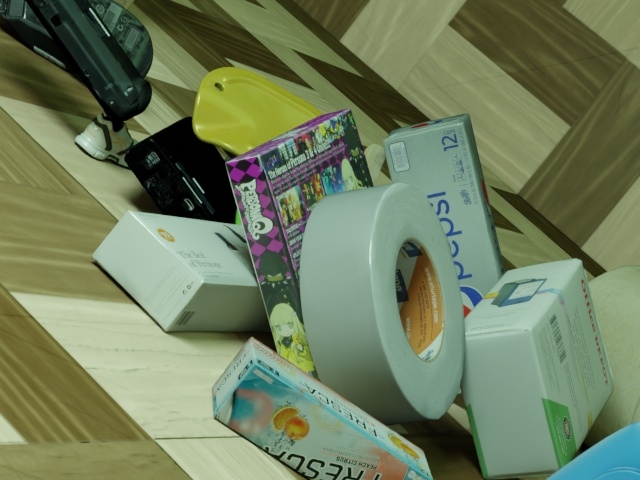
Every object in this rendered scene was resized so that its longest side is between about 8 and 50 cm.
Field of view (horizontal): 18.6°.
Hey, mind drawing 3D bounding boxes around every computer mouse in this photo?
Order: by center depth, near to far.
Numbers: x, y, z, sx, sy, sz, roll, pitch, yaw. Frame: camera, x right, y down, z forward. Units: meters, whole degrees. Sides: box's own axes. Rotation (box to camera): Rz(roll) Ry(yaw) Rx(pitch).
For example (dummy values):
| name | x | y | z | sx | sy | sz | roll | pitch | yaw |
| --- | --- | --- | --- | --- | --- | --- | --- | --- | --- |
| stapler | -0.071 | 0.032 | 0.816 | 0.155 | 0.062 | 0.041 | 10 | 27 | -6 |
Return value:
| name | x | y | z | sx | sy | sz | roll | pitch | yaw |
| --- | --- | --- | --- | --- | --- | --- | --- | --- | --- |
| computer mouse | -0.298 | -0.287 | 2.190 | 0.262 | 0.184 | 0.060 | 28 | -29 | -24 |

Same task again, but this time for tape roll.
| name | x | y | z | sx | sy | sz | roll | pitch | yaw |
| --- | --- | --- | --- | --- | --- | --- | --- | --- | --- |
| tape roll | 0.060 | 0.059 | 1.779 | 0.219 | 0.072 | 0.219 | 34 | 51 | -57 |

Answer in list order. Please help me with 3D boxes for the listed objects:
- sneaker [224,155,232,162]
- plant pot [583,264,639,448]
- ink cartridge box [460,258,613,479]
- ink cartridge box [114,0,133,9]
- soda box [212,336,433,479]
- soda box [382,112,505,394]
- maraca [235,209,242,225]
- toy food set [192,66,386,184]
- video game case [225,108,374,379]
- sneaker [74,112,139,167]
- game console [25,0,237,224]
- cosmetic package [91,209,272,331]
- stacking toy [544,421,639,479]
| name | x | y | z | sx | sy | sz | roll | pitch | yaw |
| --- | --- | --- | --- | --- | --- | --- | --- | --- | --- |
| sneaker | -0.034 | -0.050 | 2.241 | 0.190 | 0.071 | 0.083 | 27 | 22 | -42 |
| plant pot | 0.423 | 0.178 | 2.220 | 0.333 | 0.334 | 0.305 | 31 | 2 | -31 |
| ink cartridge box | 0.215 | 0.126 | 1.956 | 0.212 | 0.093 | 0.154 | -40 | 117 | -60 |
| ink cartridge box | -0.279 | -0.435 | 2.558 | 0.193 | 0.235 | 0.088 | 28 | 15 | -44 |
| soda box | 0.001 | 0.157 | 1.575 | 0.183 | 0.058 | 0.063 | 34 | 12 | -15 |
| soda box | 0.145 | 0.014 | 2.085 | 0.098 | 0.091 | 0.286 | -52 | 129 | -77 |
| maraca | -0.023 | 0.024 | 1.919 | 0.127 | 0.099 | 0.186 | 5 | 55 | -33 |
| toy food set | -0.046 | -0.089 | 2.035 | 0.218 | 0.071 | 0.128 | 29 | 42 | -14 |
| video game case | 0.000 | 0.000 | 1.813 | 0.232 | 0.041 | 0.210 | -35 | 111 | -64 |
| sneaker | -0.206 | -0.103 | 1.986 | 0.040 | 0.044 | 0.109 | 40 | 10 | 18 |
| game console | -0.192 | -0.145 | 1.962 | 0.361 | 0.044 | 0.213 | 55 | 11 | -3 |
| cosmetic package | -0.102 | 0.029 | 1.749 | 0.099 | 0.060 | 0.239 | 41 | 12 | 18 |
| stacking toy | 0.330 | 0.317 | 1.802 | 0.302 | 0.165 | 0.175 | 47 | 12 | -44 |
